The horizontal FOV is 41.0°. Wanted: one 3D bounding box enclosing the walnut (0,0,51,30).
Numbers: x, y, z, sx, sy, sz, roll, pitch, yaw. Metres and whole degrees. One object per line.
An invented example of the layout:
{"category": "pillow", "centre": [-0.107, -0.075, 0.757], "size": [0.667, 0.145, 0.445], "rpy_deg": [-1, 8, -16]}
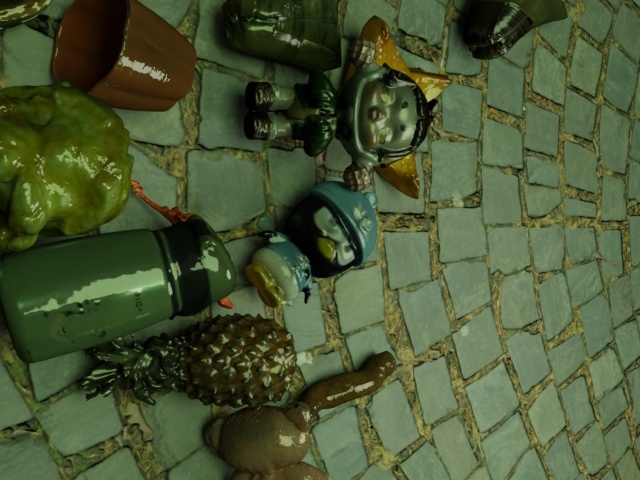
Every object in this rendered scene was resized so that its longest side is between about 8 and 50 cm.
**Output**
{"category": "walnut", "centre": [-0.475, -0.430, 1.226], "size": [0.204, 0.141, 0.238], "rpy_deg": [-32, 149, -29]}

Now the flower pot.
{"category": "flower pot", "centre": [-0.301, -0.292, 1.360], "size": [0.173, 0.191, 0.190], "rpy_deg": [14, 79, -51]}

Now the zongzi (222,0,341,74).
{"category": "zongzi", "centre": [-0.069, -0.462, 1.575], "size": [0.251, 0.125, 0.274], "rpy_deg": [6, 83, -45]}

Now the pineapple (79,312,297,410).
{"category": "pineapple", "centre": [-0.220, 0.195, 1.424], "size": [0.361, 0.175, 0.174], "rpy_deg": [9, 83, -23]}

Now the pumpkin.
{"category": "pumpkin", "centre": [0.140, -0.268, 1.756], "size": [0.258, 0.095, 0.290], "rpy_deg": [27, 78, -33]}

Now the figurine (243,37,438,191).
{"category": "figurine", "centre": [0.045, -0.232, 1.587], "size": [0.370, 0.167, 0.281], "rpy_deg": [-1, 99, -18]}

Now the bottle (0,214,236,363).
{"category": "bottle", "centre": [-0.296, 0.064, 1.286], "size": [0.347, 0.168, 0.168], "rpy_deg": [-14, 97, -19]}

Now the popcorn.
{"category": "popcorn", "centre": [-0.394, -0.103, 1.199], "size": [0.277, 0.277, 0.225], "rpy_deg": [-22, 110, -37]}

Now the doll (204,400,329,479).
{"category": "doll", "centre": [-0.074, 0.421, 1.538], "size": [0.156, 0.201, 0.303], "rpy_deg": [-65, 142, -67]}

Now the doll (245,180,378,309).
{"category": "doll", "centre": [0.000, 0.000, 1.605], "size": [0.314, 0.141, 0.177], "rpy_deg": [-41, 109, -29]}

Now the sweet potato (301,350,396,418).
{"category": "sweet potato", "centre": [0.041, 0.292, 1.676], "size": [0.281, 0.067, 0.059], "rpy_deg": [-19, 144, -37]}

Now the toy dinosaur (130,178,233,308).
{"category": "toy dinosaur", "centre": [-0.215, 0.007, 1.444], "size": [0.070, 0.117, 0.288], "rpy_deg": [-45, 118, -30]}

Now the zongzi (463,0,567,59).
{"category": "zongzi", "centre": [0.477, -0.506, 2.013], "size": [0.318, 0.154, 0.289], "rpy_deg": [33, 76, -40]}
